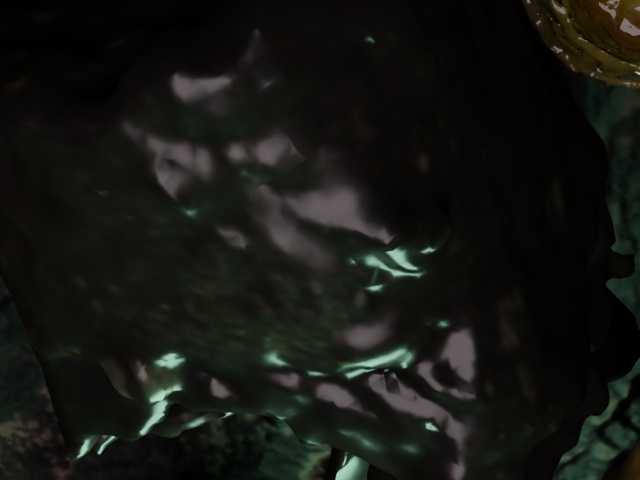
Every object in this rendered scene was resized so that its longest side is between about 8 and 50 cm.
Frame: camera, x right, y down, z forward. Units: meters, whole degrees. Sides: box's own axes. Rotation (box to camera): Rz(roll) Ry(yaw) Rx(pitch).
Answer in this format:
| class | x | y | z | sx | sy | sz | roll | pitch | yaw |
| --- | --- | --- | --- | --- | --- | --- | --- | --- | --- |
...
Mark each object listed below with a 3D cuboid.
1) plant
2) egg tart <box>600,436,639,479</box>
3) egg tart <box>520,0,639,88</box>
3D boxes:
| class | x | y | z | sx | sy | sz | roll | pitch | yaw |
| --- | --- | --- | --- | --- | --- | --- | --- | --- | --- |
| plant | 0.000 | 0.000 | 0.468 | 0.188 | 0.199 | 0.276 | -11 | 129 | 28 |
| egg tart | 0.226 | 0.124 | 0.476 | 0.341 | 0.129 | 0.341 | -13 | 131 | -16 |
| egg tart | 0.127 | -0.107 | 0.465 | 0.130 | 0.052 | 0.130 | 5 | 126 | 7 |
